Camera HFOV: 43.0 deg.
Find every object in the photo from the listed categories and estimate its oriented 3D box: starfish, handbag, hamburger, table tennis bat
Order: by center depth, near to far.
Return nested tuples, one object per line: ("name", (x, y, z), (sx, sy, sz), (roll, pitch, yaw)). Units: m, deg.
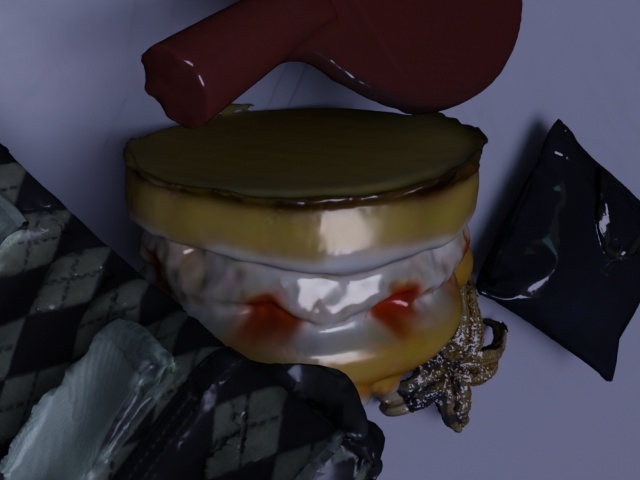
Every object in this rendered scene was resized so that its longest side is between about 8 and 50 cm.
("handbag", (-0.197, 0.108, 0.459), (0.317, 0.416, 0.180), (-48, 151, -9))
("table tennis bat", (0.031, -0.203, 0.603), (0.414, 0.051, 0.268), (-45, 106, -37))
("hamburger", (0.000, 0.000, 0.638), (0.302, 0.260, 0.186), (-33, 129, -49))
("starfish", (0.140, 0.112, 0.854), (0.146, 0.074, 0.190), (12, 98, -26))
("handbag", (0.290, 0.015, 0.889), (0.254, 0.088, 0.211), (32, 79, -33))
